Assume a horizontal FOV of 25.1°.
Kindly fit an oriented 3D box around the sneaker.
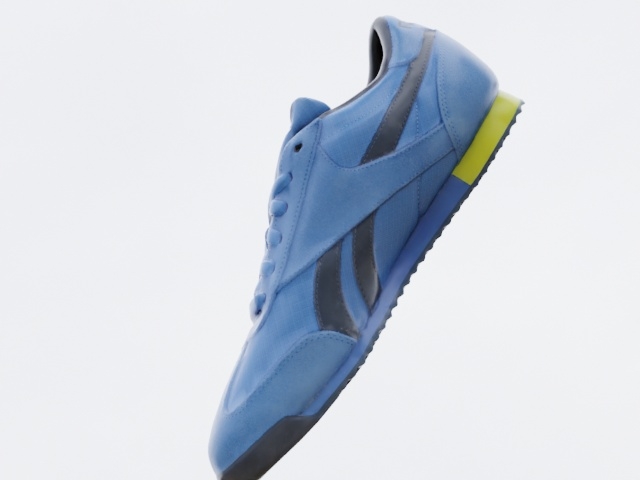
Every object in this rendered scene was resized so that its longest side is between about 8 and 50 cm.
[{"bbox_3d":[0.000,0.000,0.582,0.082,0.209,0.069,34,-19,-6],"label":"sneaker"}]
